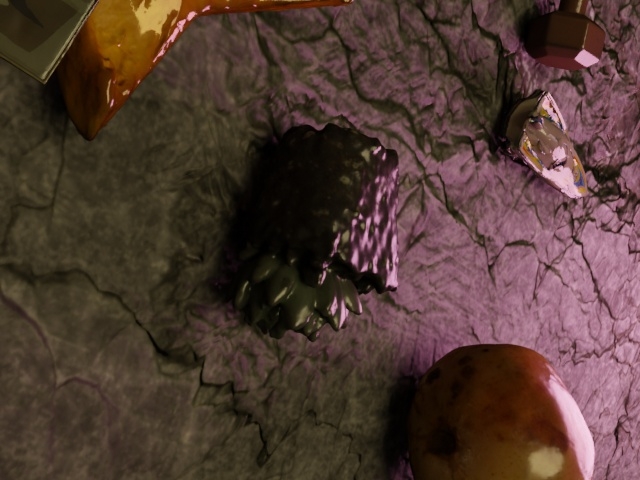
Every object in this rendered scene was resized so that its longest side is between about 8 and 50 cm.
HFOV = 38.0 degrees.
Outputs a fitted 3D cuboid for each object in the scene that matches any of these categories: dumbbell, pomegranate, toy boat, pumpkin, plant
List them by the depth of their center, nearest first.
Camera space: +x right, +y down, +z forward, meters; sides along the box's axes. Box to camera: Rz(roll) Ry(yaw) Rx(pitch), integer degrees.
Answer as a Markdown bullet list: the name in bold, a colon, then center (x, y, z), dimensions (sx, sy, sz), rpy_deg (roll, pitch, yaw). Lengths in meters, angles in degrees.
- **pumpkin**: center (-0.107, -0.251, 0.706), dimensions (0.290, 0.095, 0.258), rpy_deg (-30, 116, -30)
- **plant**: center (0.000, 0.000, 0.845), dimensions (0.132, 0.129, 0.194), rpy_deg (24, 79, -45)
- **pomegranate**: center (0.205, 0.224, 1.043), dimensions (0.215, 0.215, 0.215), rpy_deg (-12, 107, -43)
- **dumbbell**: center (0.315, -0.324, 1.121), dimensions (0.082, 0.092, 0.231), rpy_deg (13, 89, -18)
- **toy boat**: center (0.288, -0.106, 1.156), dimensions (0.210, 0.066, 0.084), rpy_deg (36, 75, -44)

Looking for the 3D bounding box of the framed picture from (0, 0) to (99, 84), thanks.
- **framed picture**: center (-0.189, -0.225, 0.620), dimensions (0.136, 0.010, 0.201), rpy_deg (33, 85, -13)
